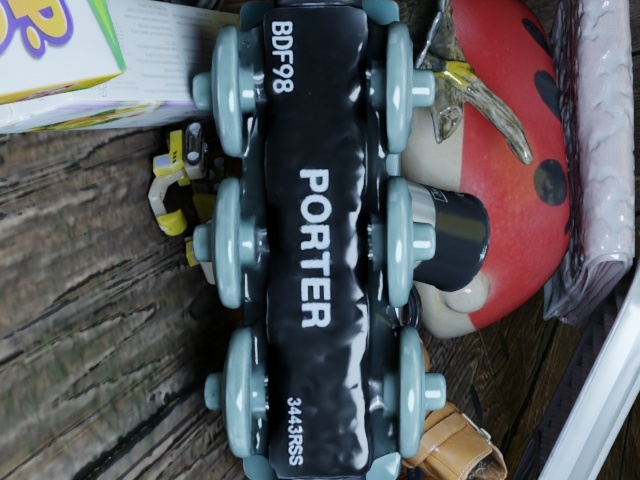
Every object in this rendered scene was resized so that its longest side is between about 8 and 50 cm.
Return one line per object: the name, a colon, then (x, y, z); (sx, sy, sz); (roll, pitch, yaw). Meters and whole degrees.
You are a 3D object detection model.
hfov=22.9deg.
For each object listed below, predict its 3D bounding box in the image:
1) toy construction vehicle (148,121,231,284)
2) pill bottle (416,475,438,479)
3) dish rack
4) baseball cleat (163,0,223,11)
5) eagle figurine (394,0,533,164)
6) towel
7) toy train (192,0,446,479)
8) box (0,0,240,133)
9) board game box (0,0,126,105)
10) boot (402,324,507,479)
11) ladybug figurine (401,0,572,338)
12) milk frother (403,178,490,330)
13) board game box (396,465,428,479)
toy construction vehicle: (-0.083, -0.026, 1.008); (0.086, 0.035, 0.098); (71, 14, -51)
pill bottle: (0.083, 0.264, 1.091); (0.245, 0.130, 0.130); (-74, 145, -62)
dish rack: (0.268, 0.161, 1.541); (0.285, 0.072, 0.332); (-32, 146, -78)
baseball cleat: (-0.083, -0.197, 1.094); (0.206, 0.072, 0.109); (92, 14, -80)
eagle figurine: (0.044, -0.179, 1.175); (0.298, 0.226, 0.225); (11, 99, -66)
towel: (0.261, -0.102, 1.580); (0.317, 0.053, 0.331); (95, -5, -74)
toy train: (0.000, 0.000, 0.960); (0.190, 0.142, 0.334); (-40, 129, -88)
box: (-0.113, -0.101, 0.910); (0.324, 0.063, 0.067); (-21, 96, -74)
board game box: (-0.172, -0.113, 0.658); (0.259, 0.039, 0.124); (-23, 97, -60)
boot: (0.077, 0.131, 1.171); (0.197, 0.152, 0.073); (-5, 124, -63)
ladybug figurine: (0.148, -0.094, 1.513); (0.449, 0.162, 0.305); (-90, 173, -45)
milk frother: (0.041, 0.016, 1.276); (0.135, 0.129, 0.143); (14, 88, -33)
board game box: (0.104, 0.252, 1.347); (0.136, 0.035, 0.201); (-83, 152, -54)
